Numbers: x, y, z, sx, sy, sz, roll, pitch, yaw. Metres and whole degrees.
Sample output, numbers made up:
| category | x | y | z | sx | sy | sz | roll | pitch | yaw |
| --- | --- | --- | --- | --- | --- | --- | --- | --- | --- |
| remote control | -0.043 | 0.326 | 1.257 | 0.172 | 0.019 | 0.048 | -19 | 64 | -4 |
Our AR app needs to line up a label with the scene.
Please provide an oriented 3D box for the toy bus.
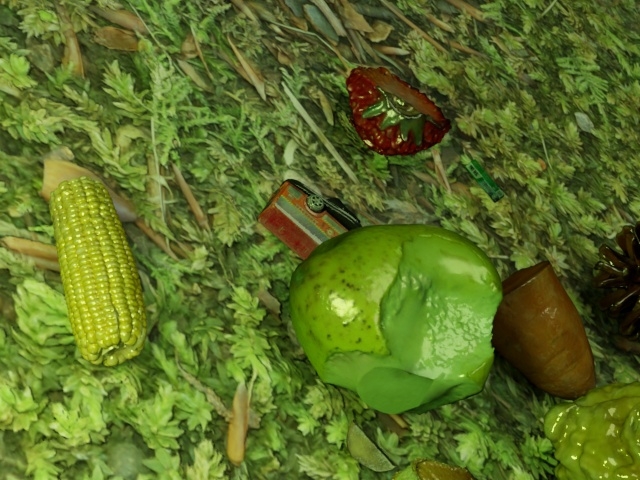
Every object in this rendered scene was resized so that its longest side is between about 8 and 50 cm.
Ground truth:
| category | x | y | z | sx | sy | sz | roll | pitch | yaw |
| --- | --- | --- | --- | --- | --- | --- | --- | --- | --- |
| toy bus | 0.000 | 0.000 | 1.914 | 0.192 | 0.065 | 0.077 | 41 | 50 | -6 |

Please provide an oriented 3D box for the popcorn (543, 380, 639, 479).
| category | x | y | z | sx | sy | sz | roll | pitch | yaw |
| --- | --- | --- | --- | --- | --- | --- | --- | --- | --- |
| popcorn | 0.464 | 0.314 | 1.930 | 0.241 | 0.235 | 0.250 | -18 | 56 | -29 |

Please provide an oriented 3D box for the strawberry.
| category | x | y | z | sx | sy | sz | roll | pitch | yaw |
| --- | --- | --- | --- | --- | --- | --- | --- | --- | --- |
| strawberry | 0.113 | -0.204 | 2.173 | 0.190 | 0.111 | 0.236 | 29 | 17 | -4 |

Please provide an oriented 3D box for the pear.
| category | x | y | z | sx | sy | sz | roll | pitch | yaw |
| --- | --- | --- | --- | --- | --- | --- | --- | --- | --- |
| pear | 0.095 | 0.078 | 1.794 | 0.281 | 0.176 | 0.287 | 24 | 60 | -23 |

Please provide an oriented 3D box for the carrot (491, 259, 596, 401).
| category | x | y | z | sx | sy | sz | roll | pitch | yaw |
| --- | --- | --- | --- | --- | --- | --- | --- | --- | --- |
| carrot | 0.340 | 0.157 | 2.037 | 0.225 | 0.159 | 0.159 | 56 | 38 | -8 |

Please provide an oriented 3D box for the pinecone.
| category | x | y | z | sx | sy | sz | roll | pitch | yaw |
| --- | --- | --- | --- | --- | --- | --- | --- | --- | --- |
| pinecone | 0.587 | 0.074 | 2.245 | 0.264 | 0.264 | 0.264 | 24 | 43 | -25 |

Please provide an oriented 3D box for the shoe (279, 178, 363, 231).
| category | x | y | z | sx | sy | sz | roll | pitch | yaw |
| --- | --- | --- | --- | --- | --- | --- | --- | --- | --- |
| shoe | 0.011 | -0.045 | 1.964 | 0.159 | 0.062 | 0.053 | 36 | 37 | -6 |

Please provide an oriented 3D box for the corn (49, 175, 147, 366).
| category | x | y | z | sx | sy | sz | roll | pitch | yaw |
| --- | --- | --- | --- | --- | --- | --- | --- | --- | --- |
| corn | -0.272 | 0.037 | 1.610 | 0.093 | 0.093 | 0.244 | 8 | 52 | -38 |

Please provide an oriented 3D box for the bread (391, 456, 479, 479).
| category | x | y | z | sx | sy | sz | roll | pitch | yaw |
| --- | --- | --- | --- | --- | --- | --- | --- | --- | --- |
| bread | 0.164 | 0.356 | 1.742 | 0.140 | 0.069 | 0.128 | 15 | 47 | -28 |

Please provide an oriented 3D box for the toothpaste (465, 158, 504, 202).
| category | x | y | z | sx | sy | sz | roll | pitch | yaw |
| --- | --- | --- | --- | --- | --- | --- | --- | --- | --- |
| toothpaste | 0.288 | -0.104 | 2.297 | 0.083 | 0.017 | 0.020 | 51 | 42 | 7 |

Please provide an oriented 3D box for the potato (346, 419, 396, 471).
| category | x | y | z | sx | sy | sz | roll | pitch | yaw |
| --- | --- | --- | --- | --- | --- | --- | --- | --- | --- |
| potato | 0.057 | 0.277 | 1.748 | 0.093 | 0.036 | 0.037 | 49 | -2 | -25 |
